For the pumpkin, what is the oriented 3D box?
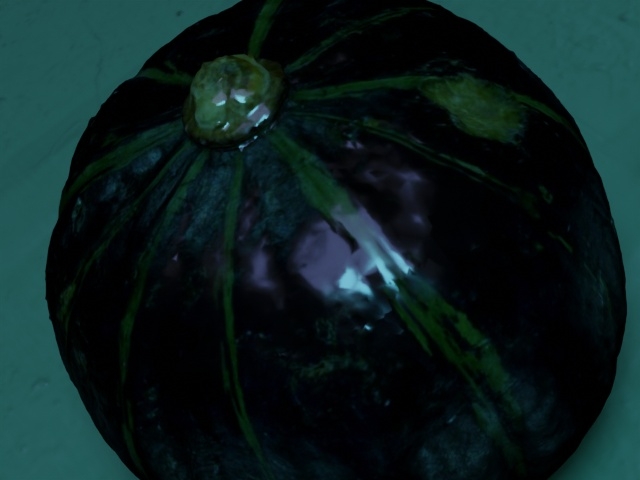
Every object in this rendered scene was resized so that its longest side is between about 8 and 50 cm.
[{"bbox_3d":[0.000,0.000,0.645,0.315,0.238,0.315,-12,53,17],"label":"pumpkin"}]
